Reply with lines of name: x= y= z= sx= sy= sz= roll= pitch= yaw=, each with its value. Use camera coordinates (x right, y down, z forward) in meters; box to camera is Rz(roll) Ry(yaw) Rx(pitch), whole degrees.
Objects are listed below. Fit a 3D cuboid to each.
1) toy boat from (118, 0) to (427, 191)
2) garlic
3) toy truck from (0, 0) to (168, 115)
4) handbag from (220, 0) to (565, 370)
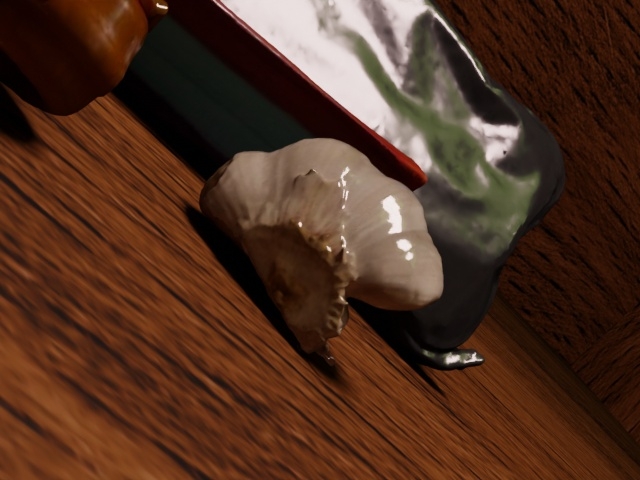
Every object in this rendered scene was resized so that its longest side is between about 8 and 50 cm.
toy boat: x=-0.105 y=-0.138 z=0.730 sx=0.392 sy=0.079 sz=0.136 roll=44 pitch=3 yaw=-15
garlic: x=0.003 y=-0.003 z=0.619 sx=0.113 sy=0.074 sz=0.094 roll=33 pitch=11 yaw=18
toy truck: x=-0.094 y=-0.191 z=0.419 sx=0.211 sy=0.204 sz=0.288 roll=39 pitch=-10 yaw=10
handbag: x=0.012 y=-0.086 z=0.872 sx=0.332 sy=0.192 sz=0.075 roll=47 pitch=-36 yaw=-12
